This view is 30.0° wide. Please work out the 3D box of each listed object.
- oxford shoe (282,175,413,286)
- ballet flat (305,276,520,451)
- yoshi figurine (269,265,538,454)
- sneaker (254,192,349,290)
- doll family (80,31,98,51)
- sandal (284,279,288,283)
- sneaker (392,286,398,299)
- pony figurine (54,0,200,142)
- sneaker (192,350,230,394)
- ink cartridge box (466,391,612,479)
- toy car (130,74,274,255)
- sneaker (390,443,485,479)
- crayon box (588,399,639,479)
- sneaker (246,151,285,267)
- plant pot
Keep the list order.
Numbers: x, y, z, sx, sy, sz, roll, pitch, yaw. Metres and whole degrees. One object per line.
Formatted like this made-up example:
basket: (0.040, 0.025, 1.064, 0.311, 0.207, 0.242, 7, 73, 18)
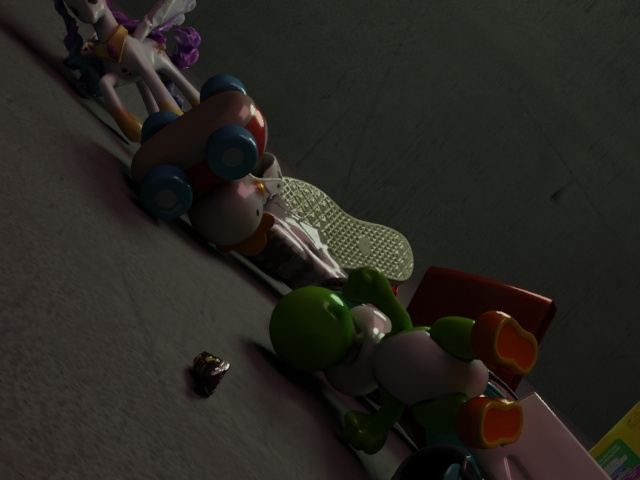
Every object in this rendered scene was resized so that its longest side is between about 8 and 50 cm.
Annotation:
oxford shoe: (0.000, 0.000, 2.351, 0.130, 0.169, 0.449, -13, -26, 42)
ballet flat: (0.167, 0.220, 1.756, 0.483, 0.164, 0.182, 41, 8, 3)
yoshi figurine: (0.071, 0.141, 1.483, 0.362, 0.203, 0.203, 9, -51, 44)
sneaker: (-0.002, 0.035, 1.913, 0.281, 0.105, 0.115, 49, 42, -24)
doll family: (-0.412, -0.359, 2.362, 0.111, 0.076, 0.193, 47, 11, -10)
sandal: (-0.011, 0.087, 2.098, 0.179, 0.040, 0.067, 18, 17, -41)
sneaker: (0.137, 0.095, 2.503, 0.087, 0.128, 0.221, 39, 8, -37)
pony figurine: (-0.308, -0.321, 2.066, 0.363, 0.302, 0.351, 59, 16, 2)
sneaker: (-0.115, 0.133, 1.206, 0.035, 0.031, 0.083, 30, 2, 1)
ink cartridge box: (0.298, 0.355, 1.493, 0.198, 0.114, 0.273, 51, -12, 48)
toy car: (-0.137, -0.081, 1.762, 0.238, 0.210, 0.219, 54, 11, -30)
sneaker: (0.170, 0.320, 1.277, 0.178, 0.124, 0.295, 43, -2, -42)
crayon box: (0.568, 0.446, 2.203, 0.165, 0.278, 0.081, 48, 9, 34)
sneaker: (-0.089, -0.050, 1.969, 0.305, 0.152, 0.114, 39, 5, -45)
plant pot: (0.276, 0.186, 2.249, 0.235, 0.267, 0.267, 27, -1, 14)
